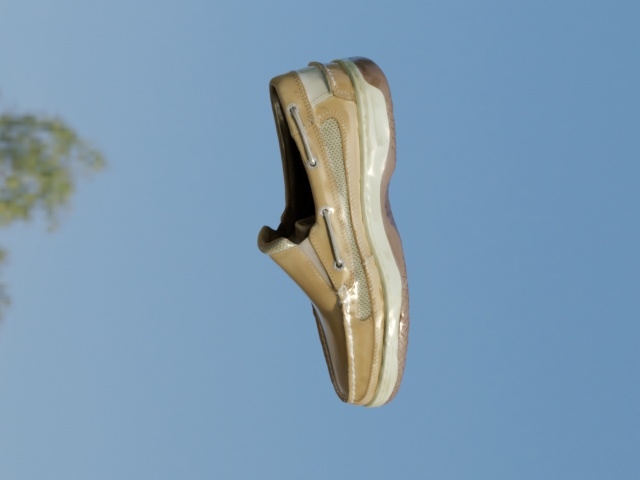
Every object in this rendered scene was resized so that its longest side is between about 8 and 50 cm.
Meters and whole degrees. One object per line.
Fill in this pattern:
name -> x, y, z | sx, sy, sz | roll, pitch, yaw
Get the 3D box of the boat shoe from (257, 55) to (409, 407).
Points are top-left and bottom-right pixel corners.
boat shoe -> 0.000, 0.000, 0.999 | 0.068, 0.072, 0.190 | 16, -66, 63
